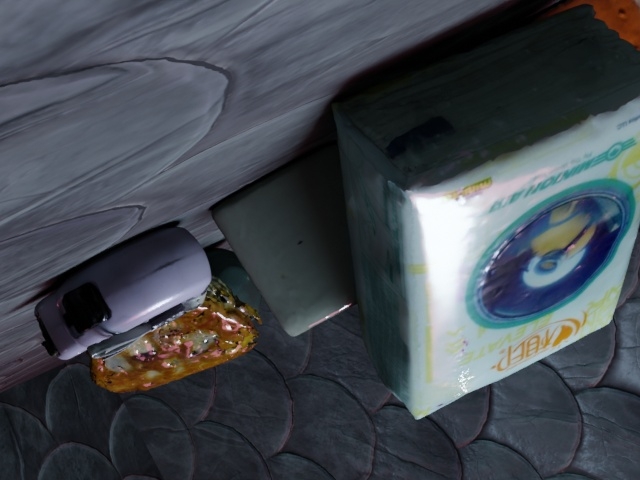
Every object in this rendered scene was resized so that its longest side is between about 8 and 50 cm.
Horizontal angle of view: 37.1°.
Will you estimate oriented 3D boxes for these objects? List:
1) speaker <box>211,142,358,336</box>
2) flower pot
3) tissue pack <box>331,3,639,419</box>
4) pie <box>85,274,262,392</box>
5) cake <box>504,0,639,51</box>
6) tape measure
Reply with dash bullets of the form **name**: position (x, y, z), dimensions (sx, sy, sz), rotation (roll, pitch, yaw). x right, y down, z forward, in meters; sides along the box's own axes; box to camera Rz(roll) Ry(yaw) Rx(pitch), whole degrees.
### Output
- **speaker**: position (0.000, 0.000, 1.289), dimensions (0.183, 0.184, 0.406), rotation (-29, 178, 5)
- **flower pot**: position (-0.210, 0.107, 1.724), dimensions (0.189, 0.157, 0.243), rotation (-25, 178, -39)
- **tissue pack**: position (0.177, -0.015, 0.973), dimensions (0.287, 0.162, 0.388), rotation (-23, 143, -12)
- **pie**: position (-0.245, 0.144, 1.541), dimensions (0.308, 0.085, 0.308), rotation (-5, 140, -5)
- **cake**: position (0.264, -0.196, 1.005), dimensions (0.287, 0.135, 0.098), rotation (-19, -166, 7)
- **tape measure**: position (-0.213, 0.064, 1.084), dimensions (0.196, 0.105, 0.178), rotation (-26, 177, -28)
